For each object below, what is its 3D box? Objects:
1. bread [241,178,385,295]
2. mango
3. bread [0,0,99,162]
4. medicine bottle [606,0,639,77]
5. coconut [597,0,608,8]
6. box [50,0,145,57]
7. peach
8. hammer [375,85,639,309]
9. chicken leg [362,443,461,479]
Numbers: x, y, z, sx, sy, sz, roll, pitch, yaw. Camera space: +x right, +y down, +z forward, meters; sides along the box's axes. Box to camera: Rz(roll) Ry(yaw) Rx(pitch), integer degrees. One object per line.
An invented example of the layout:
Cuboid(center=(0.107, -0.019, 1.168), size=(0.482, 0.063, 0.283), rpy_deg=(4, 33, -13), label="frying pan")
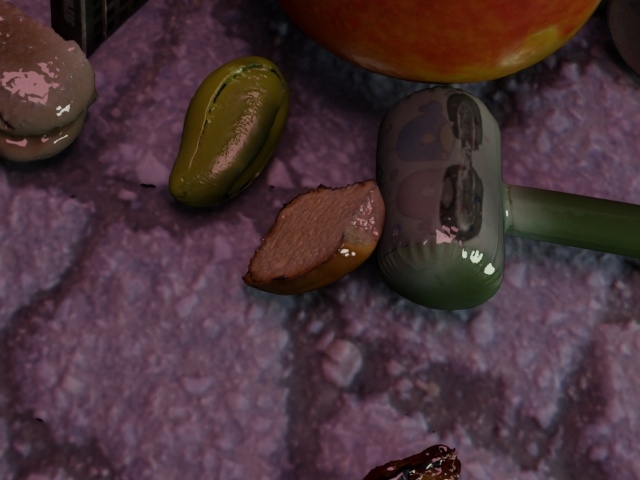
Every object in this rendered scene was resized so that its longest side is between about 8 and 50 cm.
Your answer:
Cuboid(center=(0.000, 0.000, 1.196), size=(0.044, 0.129, 0.126), rpy_deg=(45, 56, -25), label="bread")
Cuboid(center=(-0.088, -0.099, 1.258), size=(0.091, 0.074, 0.165), rpy_deg=(30, 72, 4), label="mango")
Cuboid(center=(-0.377, -0.172, 1.240), size=(0.337, 0.102, 0.183), rpy_deg=(33, 61, 12), label="bread")
Cuboid(center=(0.449, -0.290, 1.395), size=(0.322, 0.151, 0.151), rpy_deg=(-39, 72, -25), label="medicine bottle")
Cuboid(center=(0.284, -0.292, 1.408), size=(0.088, 0.096, 0.088), rpy_deg=(2, 20, -1), label="coconut")
Cuboid(center=(-0.147, -0.337, 1.321), size=(0.047, 0.180, 0.325), rpy_deg=(35, 61, 11), label="box")
Cuboid(center=(0.104, -0.327, 1.253), size=(0.388, 0.388, 0.388), rpy_deg=(3, 60, -6), label="peach")
Cuboid(center=(0.214, -0.020, 1.241), size=(0.335, 0.119, 0.206), rpy_deg=(10, 60, -10), label="hammer")
Cuboid(center=(0.058, 0.217, 1.121), size=(0.145, 0.037, 0.062), rpy_deg=(-24, 80, -22), label="chicken leg")
